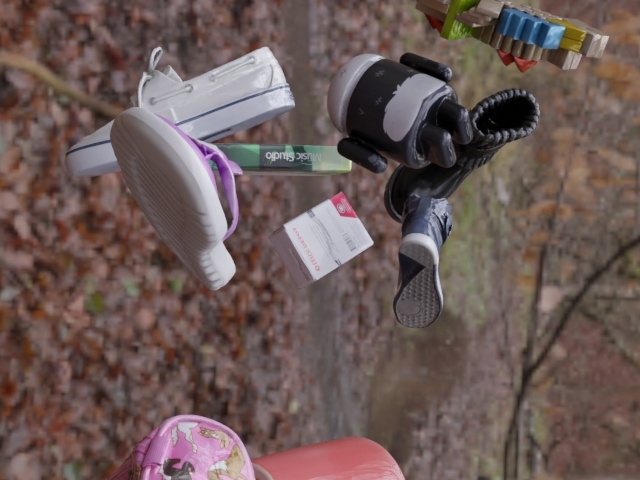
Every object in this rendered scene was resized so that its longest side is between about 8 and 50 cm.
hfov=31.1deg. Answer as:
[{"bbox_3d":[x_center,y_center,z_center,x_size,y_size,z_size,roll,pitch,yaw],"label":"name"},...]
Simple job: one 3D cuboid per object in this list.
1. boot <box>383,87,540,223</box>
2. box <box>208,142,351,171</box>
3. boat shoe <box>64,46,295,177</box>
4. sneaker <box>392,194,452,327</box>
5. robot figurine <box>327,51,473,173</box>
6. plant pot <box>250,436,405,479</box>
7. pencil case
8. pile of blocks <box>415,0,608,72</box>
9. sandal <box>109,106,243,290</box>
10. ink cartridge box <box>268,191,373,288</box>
[{"bbox_3d":[0.299,-0.184,2.489,0.348,0.131,0.260,-47,-173,-15],"label":"boot"},{"bbox_3d":[-0.118,-0.166,2.391,0.232,0.322,0.058,-177,-94,-76],"label":"box"},{"bbox_3d":[-0.235,-0.219,1.785,0.136,0.367,0.156,68,2,-88],"label":"boat shoe"},{"bbox_3d":[0.173,0.027,1.936,0.226,0.086,0.163,91,9,-45],"label":"sneaker"},{"bbox_3d":[0.144,-0.236,2.128,0.209,0.278,0.173,-28,137,-48],"label":"robot figurine"},{"bbox_3d":[-0.027,0.451,1.840,0.243,0.275,0.274,10,80,-42],"label":"plant pot"},{"bbox_3d":[-0.223,0.361,1.574,0.386,0.167,0.160,-44,-120,53],"label":"pencil case"},{"bbox_3d":[0.324,-0.369,2.071,0.149,0.362,0.112,-53,161,-62],"label":"pile of blocks"},{"bbox_3d":[-0.143,-0.062,1.298,0.102,0.169,0.416,-43,171,-14],"label":"sandal"},{"bbox_3d":[0.000,0.000,1.981,0.150,0.063,0.109,-31,90,-37],"label":"ink cartridge box"}]
